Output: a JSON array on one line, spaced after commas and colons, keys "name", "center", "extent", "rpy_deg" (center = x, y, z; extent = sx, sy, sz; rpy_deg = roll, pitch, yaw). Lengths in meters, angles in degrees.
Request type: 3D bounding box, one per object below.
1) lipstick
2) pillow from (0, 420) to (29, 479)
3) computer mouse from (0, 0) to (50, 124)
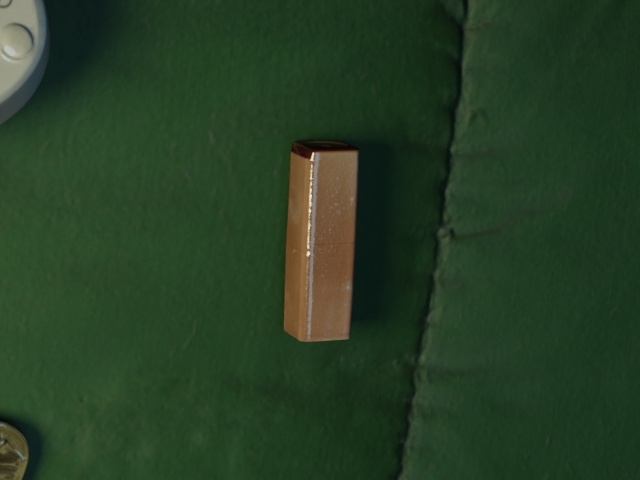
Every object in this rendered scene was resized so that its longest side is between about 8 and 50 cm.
[{"name": "lipstick", "center": [0.000, 0.000, 1.468], "extent": [0.045, 0.045, 0.145], "rpy_deg": [-2, 102, -24]}, {"name": "pillow", "center": [-0.317, 0.162, 1.382], "extent": [0.217, 0.033, 0.130], "rpy_deg": [22, 94, -26]}, {"name": "computer mouse", "center": [-0.321, -0.111, 1.269], "extent": [0.297, 0.121, 0.184], "rpy_deg": [-37, 96, -31]}]
